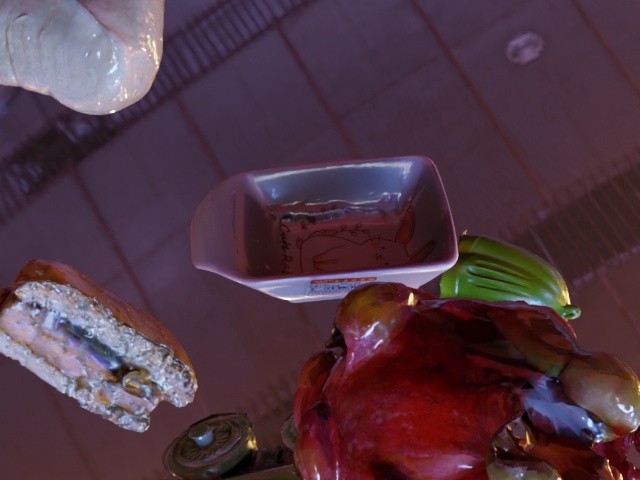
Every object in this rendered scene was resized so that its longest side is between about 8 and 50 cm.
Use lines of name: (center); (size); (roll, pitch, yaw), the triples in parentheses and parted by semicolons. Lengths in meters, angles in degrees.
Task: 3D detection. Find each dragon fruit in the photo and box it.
dragon fruit: (0.102, 0.140, 0.828); (0.227, 0.243, 0.307); (-31, -145, -15)

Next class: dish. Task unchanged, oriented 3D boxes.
dish: (0.000, 0.000, 1.165); (0.234, 0.064, 0.154); (-4, -137, -3)

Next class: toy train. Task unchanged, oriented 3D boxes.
toy train: (-0.038, 0.277, 1.242); (0.307, 0.174, 0.249); (-15, -156, 15)

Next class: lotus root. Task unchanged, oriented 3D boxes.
lotus root: (0.267, 0.084, 1.714); (0.186, 0.186, 0.186); (-16, -129, 20)

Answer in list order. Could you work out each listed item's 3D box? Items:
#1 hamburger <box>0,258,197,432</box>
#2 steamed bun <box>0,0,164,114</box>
hamburger: (-0.255, 0.106, 1.464); (0.124, 0.262, 0.131); (-38, -149, 17)
steamed bun: (-0.227, -0.220, 1.168); (0.231, 0.110, 0.212); (-40, -113, -15)
